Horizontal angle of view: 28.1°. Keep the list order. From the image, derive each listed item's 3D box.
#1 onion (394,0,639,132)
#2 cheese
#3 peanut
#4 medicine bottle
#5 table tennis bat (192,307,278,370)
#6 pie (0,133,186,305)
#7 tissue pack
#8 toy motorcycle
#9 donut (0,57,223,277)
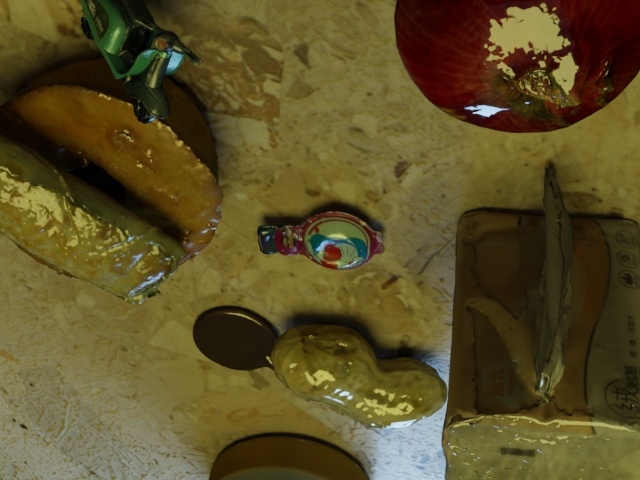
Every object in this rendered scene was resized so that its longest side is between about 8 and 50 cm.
[{"bbox_3d":[0.192,-0.201,1.178,0.248,0.161,0.248,3,112,7],"label":"onion"},{"bbox_3d":[0.000,0.000,1.472,0.145,0.038,0.095,1,133,7],"label":"cheese"},{"bbox_3d":[0.048,0.170,1.587,0.229,0.098,0.103,23,159,-16],"label":"peanut"},{"bbox_3d":[-0.056,0.427,1.752,0.237,0.232,0.238,6,134,6],"label":"medicine bottle"},{"bbox_3d":[-0.092,0.174,1.598,0.170,0.119,0.107,32,131,-17],"label":"table tennis bat"},{"bbox_3d":[-0.270,-0.020,1.332,0.282,0.068,0.128,32,132,-24],"label":"pie"},{"bbox_3d":[0.240,0.095,1.335,0.238,0.306,0.239,5,134,5],"label":"tissue pack"},{"bbox_3d":[-0.178,-0.198,1.237,0.058,0.173,0.100,-8,154,-40],"label":"toy motorcycle"},{"bbox_3d":[-0.234,-0.081,1.387,0.277,0.108,0.278,5,134,6],"label":"donut"}]
